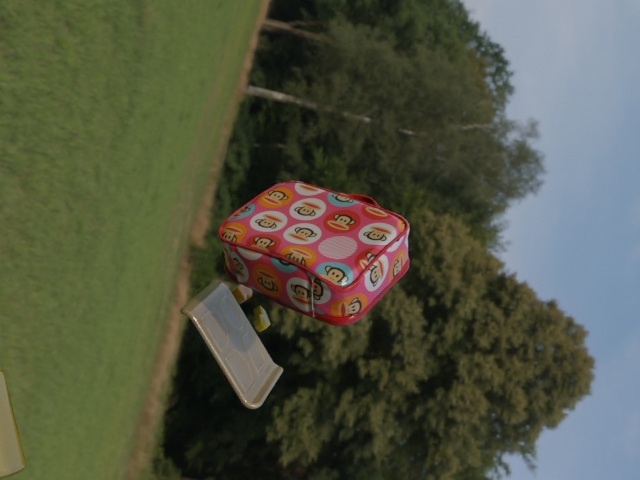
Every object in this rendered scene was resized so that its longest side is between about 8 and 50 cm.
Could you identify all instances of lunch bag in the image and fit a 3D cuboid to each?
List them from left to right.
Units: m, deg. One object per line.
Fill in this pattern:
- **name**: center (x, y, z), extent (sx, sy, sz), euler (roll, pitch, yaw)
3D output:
- **lunch bag**: center (0.000, 0.000, 1.422), extent (0.258, 0.293, 0.120), euler (-42, 141, -37)

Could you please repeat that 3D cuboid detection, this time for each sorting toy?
- **sorting toy**: center (-0.162, 0.188, 1.638), extent (0.041, 0.229, 0.307), euler (-34, -176, 15)

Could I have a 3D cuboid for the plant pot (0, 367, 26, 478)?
- **plant pot**: center (-0.689, 0.371, 1.537), extent (0.187, 0.212, 0.212), euler (170, -93, -80)
